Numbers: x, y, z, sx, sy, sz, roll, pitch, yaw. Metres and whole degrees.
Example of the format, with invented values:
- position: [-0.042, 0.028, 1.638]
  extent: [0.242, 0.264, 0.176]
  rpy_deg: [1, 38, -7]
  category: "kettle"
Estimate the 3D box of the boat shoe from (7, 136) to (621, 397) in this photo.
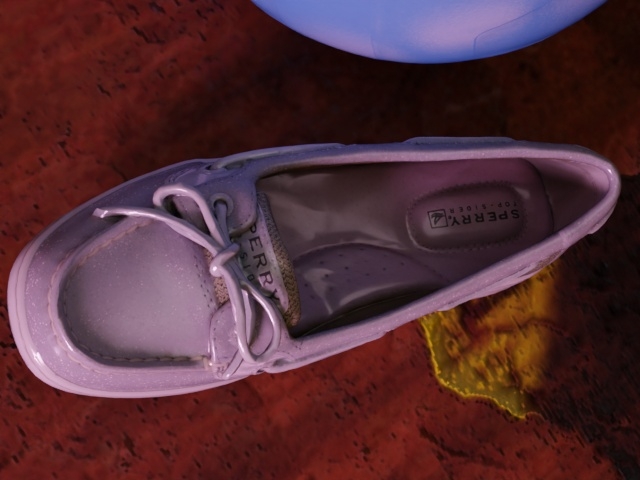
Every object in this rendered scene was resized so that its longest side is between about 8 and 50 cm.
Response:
- position: [0.002, 0.002, 0.768]
  extent: [0.320, 0.103, 0.118]
  rpy_deg: [-9, 83, -25]
  category: "boat shoe"

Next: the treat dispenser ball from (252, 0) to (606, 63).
- position: [0.053, -0.231, 0.737]
  extent: [0.288, 0.288, 0.288]
  rpy_deg: [5, 77, -23]
  category: "treat dispenser ball"
